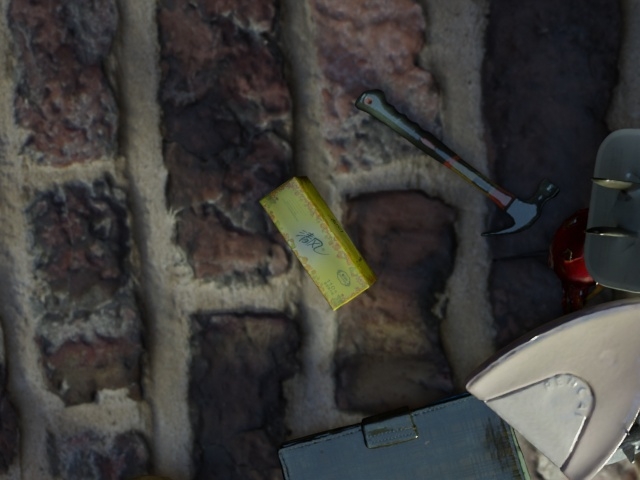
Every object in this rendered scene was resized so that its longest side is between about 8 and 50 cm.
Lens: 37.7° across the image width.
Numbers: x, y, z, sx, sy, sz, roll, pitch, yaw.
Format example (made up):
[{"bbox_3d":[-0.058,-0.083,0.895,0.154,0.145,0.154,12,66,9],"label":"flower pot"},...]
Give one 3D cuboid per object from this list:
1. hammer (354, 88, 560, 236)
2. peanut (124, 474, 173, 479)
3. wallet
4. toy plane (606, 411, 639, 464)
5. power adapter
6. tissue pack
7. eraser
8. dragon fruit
[{"bbox_3d":[0.170,-0.110,1.247,0.288,0.033,0.111,38,98,6],"label":"hammer"},{"bbox_3d":[-0.167,0.452,1.286,0.325,0.153,0.140,43,104,11],"label":"peanut"},{"bbox_3d":[0.113,0.312,1.266,0.317,0.044,0.169,-17,86,4],"label":"wallet"},{"bbox_3d":[0.457,0.225,1.189,0.267,0.088,0.212,-36,100,12],"label":"toy plane"},{"bbox_3d":[0.401,-0.032,1.098,0.255,0.124,0.187,2,95,-34],"label":"power adapter"},{"bbox_3d":[0.000,0.000,1.252,0.062,0.095,0.176,-34,87,11],"label":"tissue pack"},{"bbox_3d":[0.339,0.167,1.200,0.204,0.059,0.243,42,102,-1],"label":"eraser"},{"bbox_3d":[0.333,0.042,1.204,0.094,0.094,0.190,15,108,9],"label":"dragon fruit"}]
